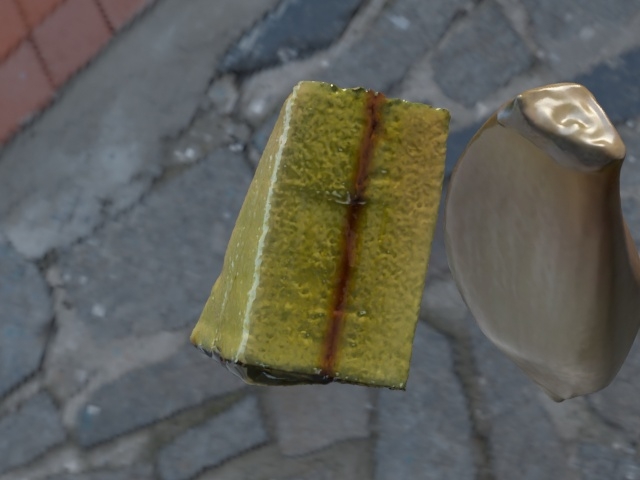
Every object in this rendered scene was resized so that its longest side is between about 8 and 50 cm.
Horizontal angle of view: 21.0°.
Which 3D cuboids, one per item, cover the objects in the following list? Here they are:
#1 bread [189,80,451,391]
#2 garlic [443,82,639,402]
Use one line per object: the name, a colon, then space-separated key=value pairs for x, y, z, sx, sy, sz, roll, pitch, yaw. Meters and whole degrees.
bread: x=0.001 y=-0.004 z=1.531 sx=0.163 sy=0.168 sz=0.264 roll=-165 pitch=86 yaw=-69
garlic: x=0.158 y=-0.003 z=1.188 sx=0.112 sy=0.318 sz=0.143 roll=-43 pitch=61 yaw=-15
